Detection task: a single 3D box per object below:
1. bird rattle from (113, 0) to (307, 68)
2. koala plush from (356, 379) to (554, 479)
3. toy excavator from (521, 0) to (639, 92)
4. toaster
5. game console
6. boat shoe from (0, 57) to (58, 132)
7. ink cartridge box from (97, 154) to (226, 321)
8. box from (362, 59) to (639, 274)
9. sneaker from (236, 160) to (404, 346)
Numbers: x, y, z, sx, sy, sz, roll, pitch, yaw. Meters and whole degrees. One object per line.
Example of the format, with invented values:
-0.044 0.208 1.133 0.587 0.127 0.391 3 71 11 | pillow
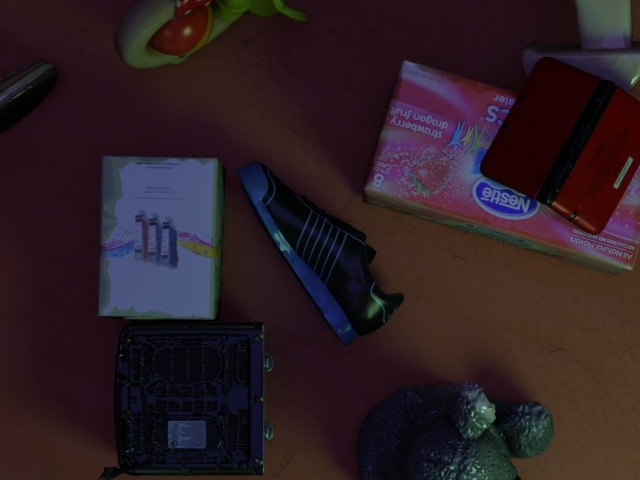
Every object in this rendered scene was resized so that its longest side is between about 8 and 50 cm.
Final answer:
-0.131 -0.250 1.872 0.207 0.253 0.143 -40 86 22 | bird rattle
0.134 0.237 1.833 0.203 0.221 0.196 21 87 2 | koala plush
0.194 -0.404 1.827 0.445 0.222 0.433 25 109 9 | toy excavator
-0.144 0.173 1.897 0.186 0.110 0.168 -1 85 0 | toaster
0.260 -0.098 1.815 0.124 0.085 0.144 30 88 -29 | game console
-0.383 -0.152 1.949 0.190 0.068 0.072 -36 75 -1 | boat shoe
-0.171 0.001 1.901 0.127 0.128 0.176 2 87 1 | ink cartridge box
0.206 -0.075 1.893 0.300 0.142 0.154 17 87 2 | box
0.000 0.000 1.927 0.090 0.081 0.232 -34 93 -4 | sneaker
